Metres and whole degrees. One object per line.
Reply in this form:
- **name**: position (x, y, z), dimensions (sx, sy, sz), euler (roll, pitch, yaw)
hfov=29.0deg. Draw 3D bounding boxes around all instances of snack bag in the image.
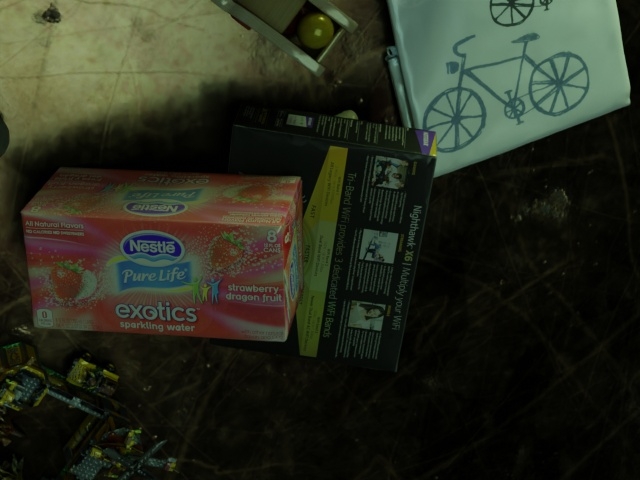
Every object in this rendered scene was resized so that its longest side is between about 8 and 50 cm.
- **snack bag**: position (0.230, -0.274, 1.571), dimensions (0.323, 0.037, 0.343), euler (-21, 117, -11)

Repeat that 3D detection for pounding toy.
- **pounding toy**: position (-0.059, -0.315, 1.374), dimensions (0.269, 0.154, 0.155), euler (33, 99, -30)

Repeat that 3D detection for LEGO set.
- **LEGO set**: position (-0.362, 0.310, 1.533), dimensions (0.331, 0.192, 0.255), euler (-47, 121, 5)

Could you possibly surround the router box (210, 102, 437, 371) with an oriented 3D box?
- **router box**: position (0.000, 0.000, 1.528), dimensions (0.243, 0.081, 0.309), euler (9, 117, 0)

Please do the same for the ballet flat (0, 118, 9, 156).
- **ballet flat**: position (-0.476, -0.109, 1.379), dimensions (0.249, 0.058, 0.084), euler (-7, 81, -23)

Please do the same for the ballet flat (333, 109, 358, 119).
- **ballet flat**: position (0.072, -0.064, 1.591), dimensions (0.086, 0.086, 0.248), euler (-34, 120, -2)

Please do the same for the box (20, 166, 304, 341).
- **box**: position (-0.175, 0.012, 1.428), dimensions (0.300, 0.142, 0.154), euler (3, 115, 7)
